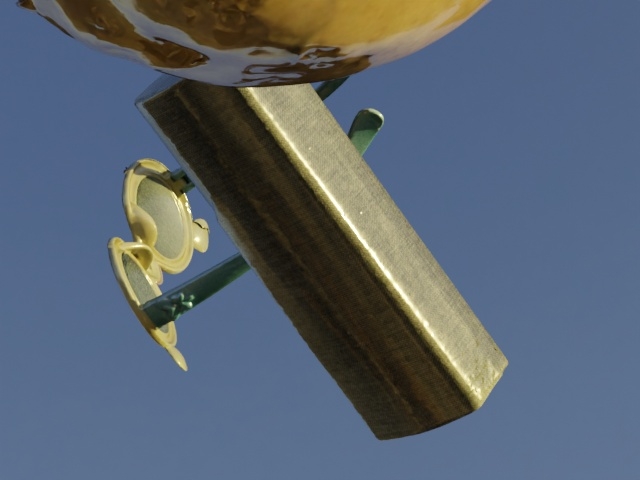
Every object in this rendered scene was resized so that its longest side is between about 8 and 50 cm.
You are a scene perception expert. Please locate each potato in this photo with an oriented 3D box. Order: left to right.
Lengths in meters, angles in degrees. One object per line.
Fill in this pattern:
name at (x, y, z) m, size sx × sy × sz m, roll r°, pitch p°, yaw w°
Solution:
potato at (-0.006, -0.121, 0.530) m, size 0.235 × 0.128 × 0.161 m, roll 15°, pitch -78°, yaw -40°

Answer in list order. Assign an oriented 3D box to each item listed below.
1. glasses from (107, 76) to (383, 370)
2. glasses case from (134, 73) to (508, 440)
glasses at (-0.057, -0.049, 1.090) m, size 0.088 × 0.189 × 0.220 m, roll 34°, pitch -65°, yaw -16°
glasses case at (0.000, 0.000, 0.787) m, size 0.071 × 0.047 × 0.205 m, roll -24°, pitch -71°, yaw 40°
